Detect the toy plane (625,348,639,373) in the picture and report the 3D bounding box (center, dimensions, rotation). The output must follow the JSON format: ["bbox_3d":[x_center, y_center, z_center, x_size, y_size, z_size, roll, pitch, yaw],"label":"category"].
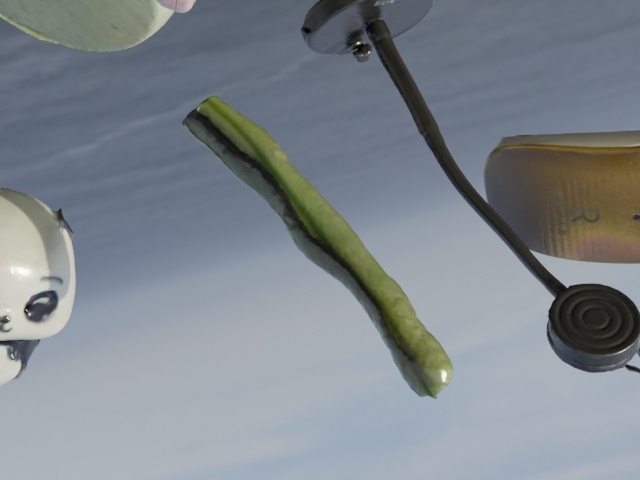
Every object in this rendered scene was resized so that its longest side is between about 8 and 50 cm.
[{"bbox_3d":[0.343,0.120,1.438,0.031,0.049,0.121,-6,-163,-41],"label":"toy plane"}]

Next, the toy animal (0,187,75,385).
[{"bbox_3d":[-0.292,0.037,1.255,0.166,0.138,0.179,10,144,-35],"label":"toy animal"}]

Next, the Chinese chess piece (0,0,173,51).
[{"bbox_3d":[-0.336,-0.404,1.979,0.349,0.349,0.146,-18,-138,51],"label":"Chinese chess piece"}]

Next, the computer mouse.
[{"bbox_3d":[0.252,-0.038,1.190,0.245,0.126,0.056,-1,-135,12],"label":"computer mouse"}]

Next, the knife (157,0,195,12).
[{"bbox_3d":[-0.102,-0.362,1.591,0.043,0.336,0.081,21,143,-1],"label":"knife"}]

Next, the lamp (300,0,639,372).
[{"bbox_3d":[0.109,-0.067,1.111,0.130,0.371,0.108,-16,145,-18],"label":"lamp"}]

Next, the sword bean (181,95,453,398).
[{"bbox_3d":[0.001,0.000,1.045,0.043,0.269,0.038,-43,168,13],"label":"sword bean"}]
